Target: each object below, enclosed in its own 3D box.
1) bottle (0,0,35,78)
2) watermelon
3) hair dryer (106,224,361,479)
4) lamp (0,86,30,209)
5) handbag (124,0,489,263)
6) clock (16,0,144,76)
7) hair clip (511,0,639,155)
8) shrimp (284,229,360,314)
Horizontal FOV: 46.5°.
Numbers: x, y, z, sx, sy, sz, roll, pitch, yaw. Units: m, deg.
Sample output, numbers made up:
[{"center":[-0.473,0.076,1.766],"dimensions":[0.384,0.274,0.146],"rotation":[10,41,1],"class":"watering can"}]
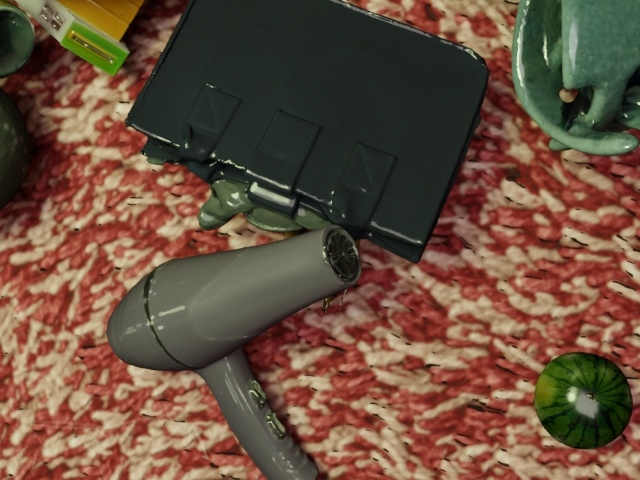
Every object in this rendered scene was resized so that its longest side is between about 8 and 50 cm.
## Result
[{"center":[-0.433,-0.264,0.815],"dimensions":[0.286,0.082,0.082],"rotation":[30,93,25],"class":"bottle"},{"center":[0.284,0.170,0.793],"dimensions":[0.105,0.062,0.105],"rotation":[0,81,2],"class":"watermelon"},{"center":[-0.039,0.163,0.793],"dimensions":[0.301,0.121,0.361],"rotation":[-21,106,31],"class":"hair dryer"},{"center":[-0.448,-0.063,0.841],"dimensions":[0.182,0.182,0.314],"rotation":[48,125,4],"class":"lamp"},{"center":[-0.013,-0.119,0.782],"dimensions":[0.326,0.118,0.269],"rotation":[23,72,7],"class":"handbag"},{"center":[-0.270,-0.347,0.780],"dimensions":[0.309,0.166,0.235],"rotation":[42,118,0],"class":"clock"},{"center":[0.318,-0.230,0.685],"dimensions":[0.318,0.392,0.238],"rotation":[-19,98,-11],"class":"hair clip"},{"center":[-0.002,-0.001,0.829],"dimensions":[0.095,0.045,0.162],"rotation":[9,84,7],"class":"shrimp"}]
